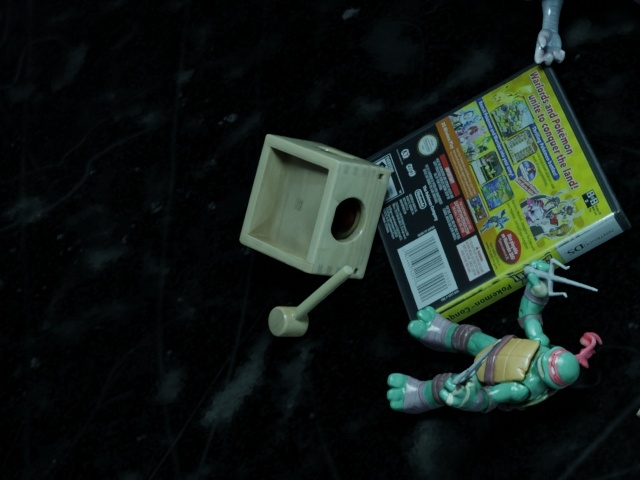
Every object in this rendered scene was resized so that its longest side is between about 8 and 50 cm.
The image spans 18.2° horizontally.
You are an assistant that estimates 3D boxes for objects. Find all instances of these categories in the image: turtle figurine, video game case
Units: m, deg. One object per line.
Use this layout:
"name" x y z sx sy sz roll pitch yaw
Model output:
"turtle figurine" 0.175 0.115 1.955 0.234 0.118 0.175 -9 34 49
"video game case" 0.180 -0.049 2.156 0.248 0.035 0.275 -30 42 11

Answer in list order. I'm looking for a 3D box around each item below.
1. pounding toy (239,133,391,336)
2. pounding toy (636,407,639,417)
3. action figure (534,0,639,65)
"pounding toy" 0.005 0.008 2.192 0.181 0.094 0.206 23 102 46
"pounding toy" 0.316 0.261 1.721 0.183 0.110 0.237 30 112 17
"action figure" 0.280 -0.345 2.132 0.370 0.248 0.275 21 76 22
